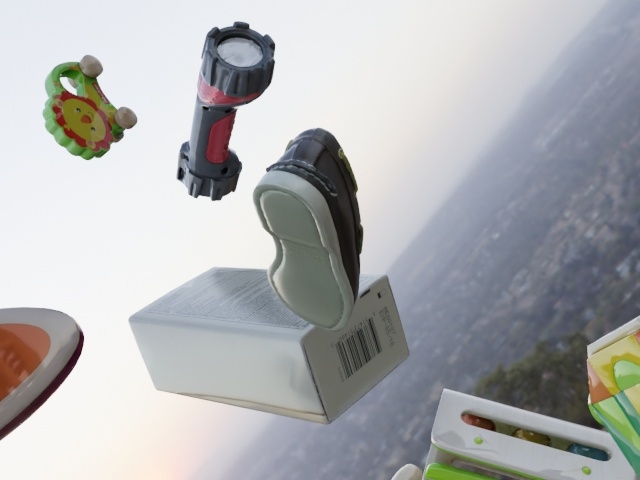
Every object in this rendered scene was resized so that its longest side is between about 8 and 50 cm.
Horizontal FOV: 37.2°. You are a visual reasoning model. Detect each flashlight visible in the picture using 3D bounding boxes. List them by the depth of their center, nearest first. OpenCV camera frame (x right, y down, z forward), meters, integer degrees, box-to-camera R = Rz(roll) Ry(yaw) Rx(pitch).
[{"bbox_3d":[-0.135,-0.171,1.363,0.103,0.103,0.304,-25,-25,-27],"label":"flashlight"}]

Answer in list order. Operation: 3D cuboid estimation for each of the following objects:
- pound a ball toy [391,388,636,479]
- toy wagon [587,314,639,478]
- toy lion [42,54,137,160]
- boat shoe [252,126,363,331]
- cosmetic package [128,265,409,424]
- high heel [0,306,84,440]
[{"bbox_3d":[0.266,0.325,1.360,0.135,0.319,0.208,-64,-17,-45],"label":"pound a ball toy"},{"bbox_3d":[0.418,0.233,0.992,0.068,0.344,0.267,-26,-13,-21],"label":"toy wagon"},{"bbox_3d":[-0.228,-0.124,0.903,0.034,0.100,0.096,-36,-4,33],"label":"toy lion"},{"bbox_3d":[0.000,0.000,0.782,0.227,0.081,0.068,83,-148,-58],"label":"boat shoe"},{"bbox_3d":[-0.068,0.114,1.140,0.310,0.113,0.160,0,24,45],"label":"cosmetic package"},{"bbox_3d":[-0.370,0.188,0.839,0.377,0.127,0.181,-27,-23,-12],"label":"high heel"}]
